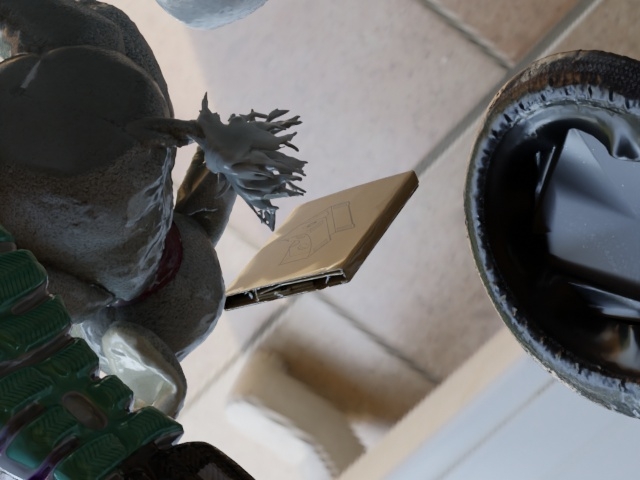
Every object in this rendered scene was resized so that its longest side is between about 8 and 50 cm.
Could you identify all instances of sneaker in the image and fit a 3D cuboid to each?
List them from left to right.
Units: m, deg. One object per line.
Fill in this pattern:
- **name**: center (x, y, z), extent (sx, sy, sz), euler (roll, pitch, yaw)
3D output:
- **sneaker**: center (-0.115, 0.073, 0.533), extent (0.224, 0.083, 0.098), euler (43, 121, 16)

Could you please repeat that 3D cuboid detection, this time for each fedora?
- **fedora**: center (0.282, -0.014, 1.312), extent (0.334, 0.152, 0.334), euler (18, 115, 45)

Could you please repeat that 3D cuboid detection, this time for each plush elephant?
- **plush elephant**: center (-0.160, -0.008, 1.039), extent (0.330, 0.272, 0.255), euler (13, 141, 12)

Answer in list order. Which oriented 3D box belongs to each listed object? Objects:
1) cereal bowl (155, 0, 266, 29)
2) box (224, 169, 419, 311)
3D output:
- **cereal bowl**: center (-0.122, -0.420, 1.777), extent (0.141, 0.339, 0.339), euler (-15, 119, 23)
- **box**: center (0.000, 0.000, 1.647), extent (0.164, 0.201, 0.021), euler (-15, 114, 34)
